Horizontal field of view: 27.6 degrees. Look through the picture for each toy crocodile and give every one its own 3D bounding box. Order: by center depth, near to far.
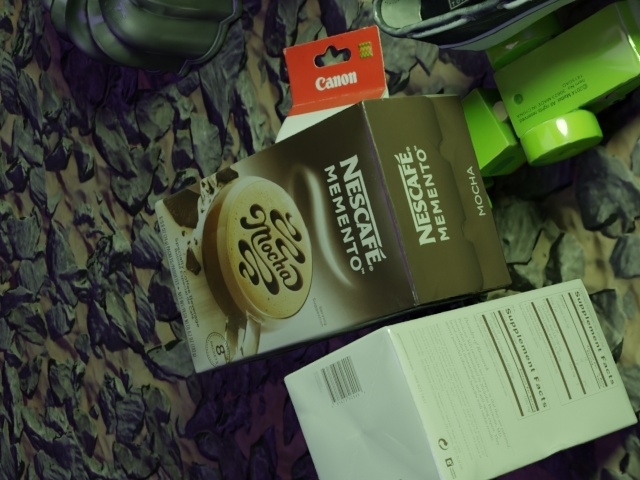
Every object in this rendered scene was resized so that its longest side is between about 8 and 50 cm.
[{"bbox_3d":[0.155,-0.097,1.106,0.340,0.105,0.115,-35,72,41],"label":"toy crocodile"}]

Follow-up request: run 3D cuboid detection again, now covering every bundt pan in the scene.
[{"bbox_3d":[-0.222,-0.346,1.451,0.331,0.124,0.331,10,103,47],"label":"bundt pan"}]

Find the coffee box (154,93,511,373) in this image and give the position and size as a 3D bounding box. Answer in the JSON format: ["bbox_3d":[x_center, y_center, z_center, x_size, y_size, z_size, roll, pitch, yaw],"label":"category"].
[{"bbox_3d":[0.000,0.000,1.116,0.297,0.119,0.168,-22,80,47],"label":"coffee box"}]

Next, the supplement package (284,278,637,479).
[{"bbox_3d":[0.119,0.131,1.066,0.139,0.244,0.134,-31,75,45],"label":"supplement package"}]

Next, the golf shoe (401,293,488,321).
[{"bbox_3d":[0.080,0.029,1.207,0.198,0.094,0.077,-4,121,41],"label":"golf shoe"}]

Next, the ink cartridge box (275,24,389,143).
[{"bbox_3d":[0.008,-0.113,1.297,0.145,0.045,0.179,-5,96,48],"label":"ink cartridge box"}]

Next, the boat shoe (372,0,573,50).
[{"bbox_3d":[0.148,-0.221,0.924,0.301,0.102,0.108,-24,75,52],"label":"boat shoe"}]
